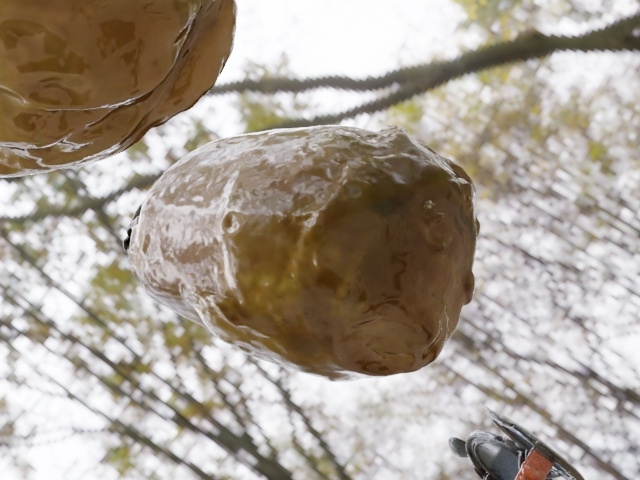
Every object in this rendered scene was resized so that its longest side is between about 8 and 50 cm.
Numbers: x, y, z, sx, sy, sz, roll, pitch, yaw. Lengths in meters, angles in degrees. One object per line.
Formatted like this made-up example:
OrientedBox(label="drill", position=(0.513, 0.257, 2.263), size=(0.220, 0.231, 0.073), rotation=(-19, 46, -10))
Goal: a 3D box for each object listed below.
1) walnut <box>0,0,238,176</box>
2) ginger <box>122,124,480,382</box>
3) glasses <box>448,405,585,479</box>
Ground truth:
OrientedBox(label="walnut", position=(-0.172, -0.156, 0.839), size=(0.257, 0.257, 0.224), rotation=(-61, -13, 10))
OrientedBox(label="ginger", position=(-0.001, 0.003, 1.254), size=(0.223, 0.269, 0.200), rotation=(-41, 29, 46))
OrientedBox(label="glasses", position=(0.118, 0.284, 1.355), size=(0.268, 0.118, 0.234), rotation=(-55, -3, -16))
